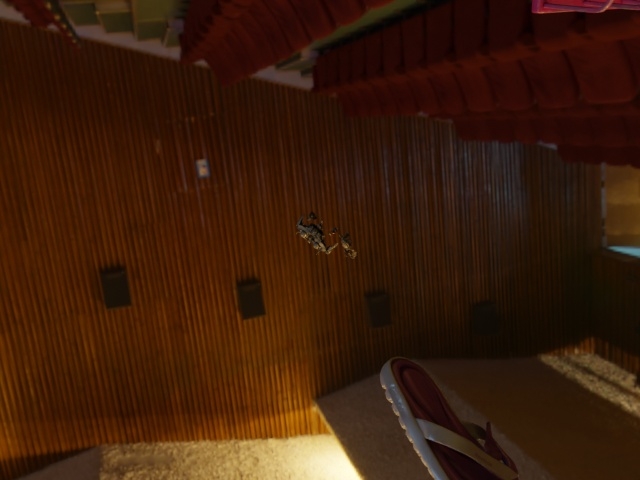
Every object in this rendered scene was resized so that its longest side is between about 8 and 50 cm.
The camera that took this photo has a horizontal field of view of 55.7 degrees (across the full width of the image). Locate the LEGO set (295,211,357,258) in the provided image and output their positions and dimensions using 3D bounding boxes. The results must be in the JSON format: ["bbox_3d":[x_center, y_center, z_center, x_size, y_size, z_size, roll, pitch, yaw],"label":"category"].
[{"bbox_3d":[0.000,-0.002,0.603,0.023,0.054,0.083,-44,-157,-18],"label":"LEGO set"}]

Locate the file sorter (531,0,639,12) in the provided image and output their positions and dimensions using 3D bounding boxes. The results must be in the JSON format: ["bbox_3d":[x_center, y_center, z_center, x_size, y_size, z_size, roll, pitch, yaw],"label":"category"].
[{"bbox_3d":[0.479,-0.423,0.833,0.290,0.202,0.182,-7,-155,-11],"label":"file sorter"}]

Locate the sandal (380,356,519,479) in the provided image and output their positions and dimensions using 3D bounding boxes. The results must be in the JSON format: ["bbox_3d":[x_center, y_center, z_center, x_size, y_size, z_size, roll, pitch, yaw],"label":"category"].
[{"bbox_3d":[0.249,0.349,1.062,0.169,0.102,0.416,2,-144,-45],"label":"sandal"}]
